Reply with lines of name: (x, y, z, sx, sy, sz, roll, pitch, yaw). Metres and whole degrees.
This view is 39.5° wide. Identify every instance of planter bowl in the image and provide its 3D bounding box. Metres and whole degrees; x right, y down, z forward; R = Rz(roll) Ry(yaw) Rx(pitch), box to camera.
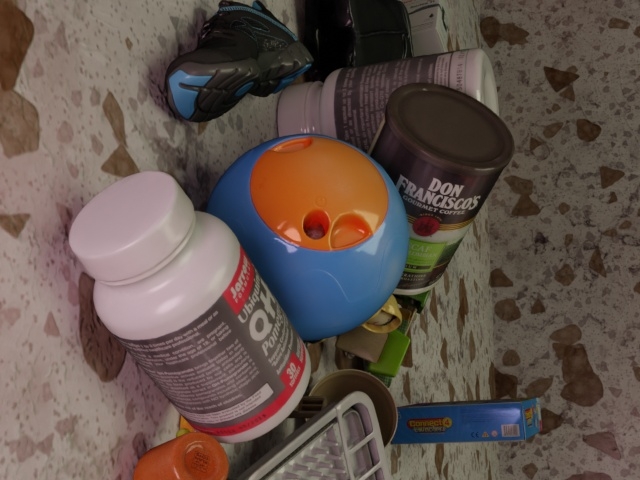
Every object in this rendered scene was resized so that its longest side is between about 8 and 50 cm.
planter bowl: (0.048, 0.322, 1.580, 0.109, 0.162, 0.162, 103, -6, -62)

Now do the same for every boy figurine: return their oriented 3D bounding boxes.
boy figurine: (0.038, 0.133, 1.544, 0.285, 0.177, 0.092, -1, 58, -55)

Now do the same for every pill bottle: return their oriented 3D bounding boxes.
pill bottle: (-0.148, 0.078, 1.029, 0.176, 0.176, 0.318, -75, 147, -42)
pill bottle: (0.121, -0.213, 1.570, 0.204, 0.361, 0.204, -5, 90, -70)

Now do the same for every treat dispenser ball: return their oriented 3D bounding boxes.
treat dispenser ball: (-0.021, -0.005, 1.244, 0.288, 0.288, 0.288, -5, 90, -70)

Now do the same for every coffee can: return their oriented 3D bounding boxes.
coffee can: (0.154, -0.078, 1.403, 0.201, 0.202, 0.275, -70, -178, -49)

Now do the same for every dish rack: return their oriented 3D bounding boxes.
dish rack: (-0.014, 0.413, 1.363, 0.333, 0.072, 0.285, -30, 112, -48)

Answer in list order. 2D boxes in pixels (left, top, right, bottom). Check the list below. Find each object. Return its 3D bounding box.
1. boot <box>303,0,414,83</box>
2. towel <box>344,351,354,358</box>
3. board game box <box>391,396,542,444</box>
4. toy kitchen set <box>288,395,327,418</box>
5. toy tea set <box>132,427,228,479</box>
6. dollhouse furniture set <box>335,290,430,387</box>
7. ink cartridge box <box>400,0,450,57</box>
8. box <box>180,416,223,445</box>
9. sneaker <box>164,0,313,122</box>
boot: (0.110, -0.343, 1.879, 0.445, 0.146, 0.367, -36, 111, -70)
towel: (0.051, 0.119, 1.795, 0.144, 0.029, 0.197, -68, 150, -50)
board game box: (0.354, 0.430, 2.134, 0.302, 0.308, 0.086, 20, 65, -69)
toy kitchen set: (-0.034, 0.239, 1.460, 0.068, 0.075, 0.083, -76, 157, -43)
toy tea set: (-0.187, 0.357, 0.978, 0.200, 0.124, 0.336, 51, 43, 4)
dollhouse furniture set: (0.106, 0.180, 1.806, 0.301, 0.151, 0.197, 85, 28, -76)
ink cartridge box: (0.241, -0.534, 2.261, 0.208, 0.153, 0.087, -77, 149, -47)
box: (-0.157, 0.227, 1.201, 0.081, 0.028, 0.136, 40, 46, -62)
sneaker: (-0.139, -0.266, 1.287, 0.139, 0.125, 0.341, 55, 27, -1)
